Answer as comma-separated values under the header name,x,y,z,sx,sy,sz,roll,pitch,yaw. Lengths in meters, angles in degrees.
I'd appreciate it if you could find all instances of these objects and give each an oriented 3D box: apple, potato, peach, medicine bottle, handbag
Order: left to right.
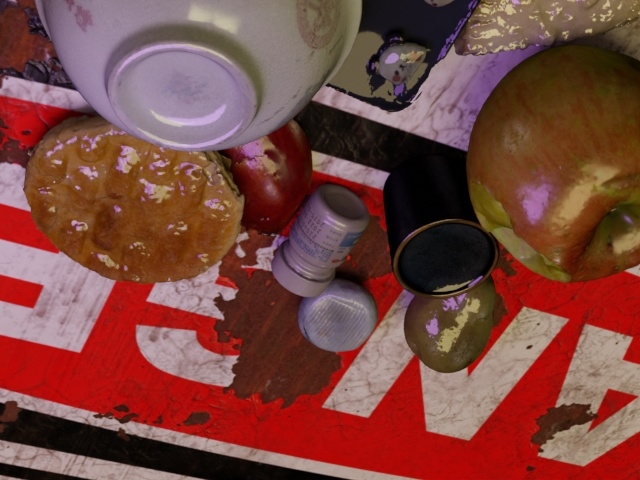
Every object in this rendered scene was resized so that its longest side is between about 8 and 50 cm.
name,x,y,z,sx,sy,sz,roll,pitch,yaw
peach,-0.100,-0.088,1.897,0.189,0.068,0.279,-11,133,5
medicine bottle,0.000,0.000,1.966,0.105,0.105,0.168,17,127,-23
handbag,0.044,-0.351,1.649,0.329,0.122,0.303,16,127,-21
potato,0.229,0.123,2.087,0.157,0.157,0.194,12,127,-19
apple,0.372,-0.115,1.765,0.340,0.339,0.339,-5,132,-5

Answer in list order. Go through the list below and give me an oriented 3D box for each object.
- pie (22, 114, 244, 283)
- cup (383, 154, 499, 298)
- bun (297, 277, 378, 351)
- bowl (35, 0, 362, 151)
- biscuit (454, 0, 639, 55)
name,x,y,z,sx,sy,sz,roll,pitch,yaw
pie,-0.280,-0.061,1.852,0.339,0.083,0.339,1,132,1
cup,0.207,-0.011,1.941,0.239,0.177,0.166,29,121,-30
bun,0.029,0.121,2.097,0.141,0.083,0.141,-1,124,-1
bowl,-0.162,-0.241,1.531,0.435,0.196,0.435,1,138,1
biscuit,0.316,-0.348,1.718,0.281,0.084,0.179,-15,133,5
